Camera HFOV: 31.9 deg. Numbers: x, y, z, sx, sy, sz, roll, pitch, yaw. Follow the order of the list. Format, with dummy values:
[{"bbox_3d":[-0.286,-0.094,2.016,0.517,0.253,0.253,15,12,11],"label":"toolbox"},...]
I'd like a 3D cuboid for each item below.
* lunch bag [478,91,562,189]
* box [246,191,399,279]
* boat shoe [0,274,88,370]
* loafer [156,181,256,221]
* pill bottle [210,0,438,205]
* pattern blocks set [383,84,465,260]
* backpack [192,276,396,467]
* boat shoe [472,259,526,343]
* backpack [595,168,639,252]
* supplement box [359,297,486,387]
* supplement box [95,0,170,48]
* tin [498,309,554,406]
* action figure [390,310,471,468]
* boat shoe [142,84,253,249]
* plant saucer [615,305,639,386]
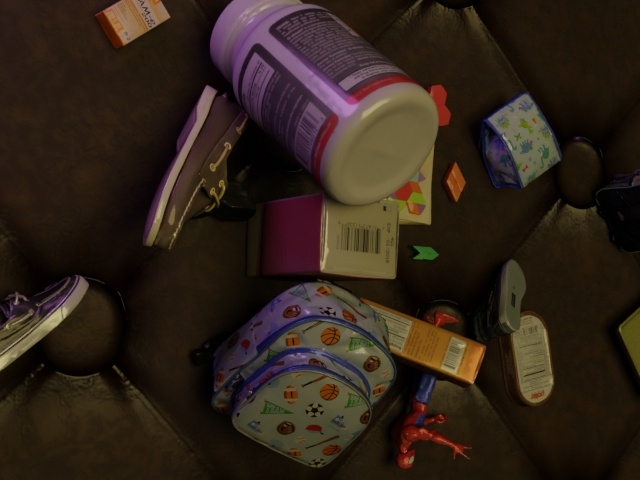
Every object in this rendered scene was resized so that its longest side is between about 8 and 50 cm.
[{"bbox_3d":[0.375,-0.192,2.147,0.129,0.096,0.151,-36,115,-30],"label":"lunch bag"},{"bbox_3d":[0.000,0.000,1.804,0.148,0.232,0.127,6,83,-32],"label":"box"},{"bbox_3d":[-0.430,0.113,1.607,0.219,0.078,0.070,-44,111,-26],"label":"boat shoe"},{"bbox_3d":[-0.187,-0.071,1.799,0.170,0.062,0.061,8,57,-31],"label":"loafer"},{"bbox_3d":[-0.005,-0.233,1.717,0.210,0.363,0.210,-26,142,-23],"label":"pill bottle"},{"bbox_3d":[0.150,-0.119,2.035,0.285,0.026,0.325,-9,92,-33],"label":"pattern blocks set"},{"bbox_3d":[-0.018,0.202,1.747,0.276,0.213,0.263,29,112,-29],"label":"backpack"},{"bbox_3d":[0.335,0.113,2.122,0.065,0.083,0.183,46,37,-22],"label":"boat shoe"},{"bbox_3d":[0.686,-0.071,2.286,0.144,0.188,0.166,-34,104,-30],"label":"backpack"},{"bbox_3d":[0.161,0.177,1.934,0.233,0.078,0.080,23,77,0],"label":"supplement box"},{"bbox_3d":[-0.294,-0.351,1.754,0.098,0.036,0.062,-40,108,-29],"label":"supplement box"},{"bbox_3d":[0.400,0.229,2.169,0.106,0.040,0.189,-10,92,-29],"label":"tin"},{"bbox_3d":[0.213,0.283,2.001,0.139,0.091,0.280,24,74,-13],"label":"action figure"},{"bbox_3d":[-0.184,-0.104,1.708,0.097,0.116,0.324,27,46,-12],"label":"boat shoe"},{"bbox_3d":[0.700,0.214,2.360,0.188,0.045,0.188,-35,105,-31],"label":"plant saucer"}]
